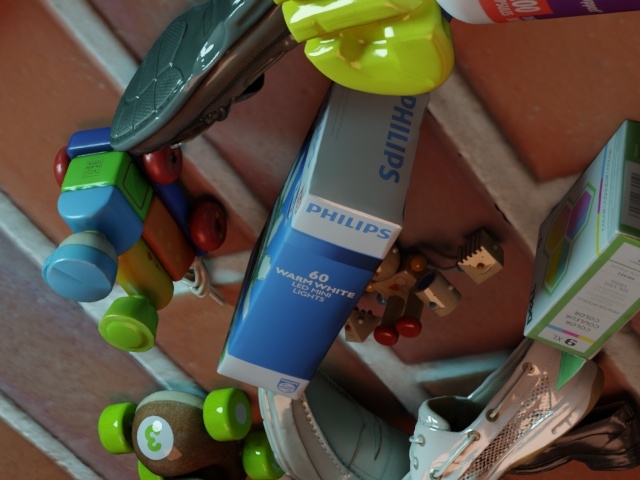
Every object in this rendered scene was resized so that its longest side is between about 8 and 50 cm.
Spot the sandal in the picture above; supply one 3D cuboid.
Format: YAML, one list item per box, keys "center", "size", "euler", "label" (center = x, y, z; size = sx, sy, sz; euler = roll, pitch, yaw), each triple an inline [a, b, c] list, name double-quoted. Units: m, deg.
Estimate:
- center: [-0.011, -0.230, 0.958]
  size: [0.126, 0.138, 0.317]
  euler: [-2, 143, 34]
  label: "sandal"

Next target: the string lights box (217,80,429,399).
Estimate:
- center: [0.000, 0.000, 1.258]
  size: [0.077, 0.133, 0.259]
  euler: [19, 142, -7]
  label: "string lights box"

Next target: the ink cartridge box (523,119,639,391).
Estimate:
- center: [0.208, 0.016, 1.237]
  size: [0.062, 0.109, 0.209]
  euler: [20, 143, -9]
  label: "ink cartridge box"

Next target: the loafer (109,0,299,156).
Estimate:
- center: [-0.059, -0.129, 1.149]
  size: [0.084, 0.096, 0.267]
  euler: [24, 140, -23]
  label: "loafer"

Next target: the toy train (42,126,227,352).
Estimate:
- center: [-0.140, 0.034, 1.335]
  size: [0.105, 0.143, 0.248]
  euler: [-6, 139, 24]
  label: "toy train"

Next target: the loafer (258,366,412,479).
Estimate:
- center: [0.033, 0.198, 1.537]
  size: [0.112, 0.112, 0.319]
  euler: [-14, 140, 17]
  label: "loafer"

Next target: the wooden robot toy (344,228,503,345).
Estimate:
- center: [0.063, 0.031, 1.337]
  size: [0.173, 0.076, 0.079]
  euler: [-26, 117, 39]
  label: "wooden robot toy"

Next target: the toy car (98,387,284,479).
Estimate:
- center: [-0.139, 0.256, 1.584]
  size: [0.155, 0.188, 0.149]
  euler: [-10, 137, 28]
  label: "toy car"

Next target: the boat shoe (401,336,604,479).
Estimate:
- center: [0.123, 0.178, 1.446]
  size: [0.096, 0.098, 0.277]
  euler: [43, 106, -11]
  label: "boat shoe"

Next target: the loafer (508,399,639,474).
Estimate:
- center: [0.216, 0.176, 1.493]
  size: [0.170, 0.062, 0.061]
  euler: [-8, 116, 21]
  label: "loafer"

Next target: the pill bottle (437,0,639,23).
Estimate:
- center: [0.214, -0.218, 0.873]
  size: [0.323, 0.181, 0.181]
  euler: [-2, 140, 20]
  label: "pill bottle"
